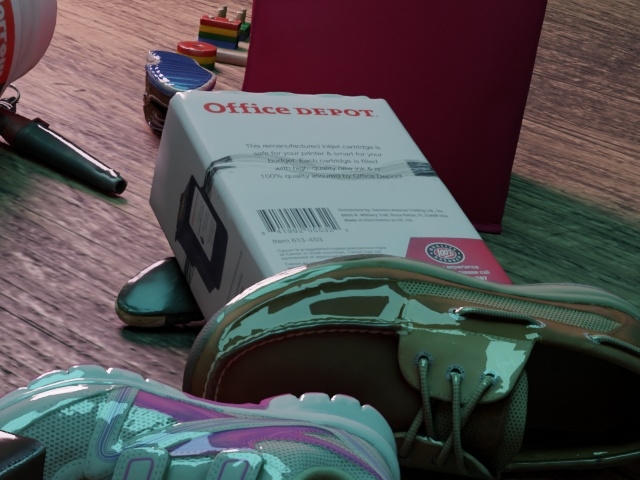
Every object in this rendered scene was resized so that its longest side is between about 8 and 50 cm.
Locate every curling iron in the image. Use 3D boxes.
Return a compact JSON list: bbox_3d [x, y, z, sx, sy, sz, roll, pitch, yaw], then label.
[{"bbox_3d":[-0.254,-0.099,1.499,0.068,0.035,0.274,-7,24,-38],"label":"curling iron"}]

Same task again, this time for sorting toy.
[{"bbox_3d":[-0.080,-0.247,1.996,0.132,0.046,0.274,11,18,6],"label":"sorting toy"}]

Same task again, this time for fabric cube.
[{"bbox_3d":[0.060,-0.181,1.537,0.254,0.258,0.259,7,19,-2],"label":"fabric cube"}]

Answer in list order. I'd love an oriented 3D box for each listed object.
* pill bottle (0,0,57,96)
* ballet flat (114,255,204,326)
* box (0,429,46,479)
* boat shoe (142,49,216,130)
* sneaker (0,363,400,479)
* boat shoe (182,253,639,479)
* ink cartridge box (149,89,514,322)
[{"bbox_3d":[-0.373,-0.169,1.359,0.210,0.210,0.363,14,23,15],"label":"pill bottle"},{"bbox_3d":[-0.076,0.036,1.197,0.173,0.049,0.057,-17,54,-42],"label":"ballet flat"},{"bbox_3d":[-0.233,0.142,0.594,0.203,0.168,0.167,15,19,21],"label":"box"},{"bbox_3d":[-0.140,-0.139,1.619,0.066,0.066,0.183,8,13,-9],"label":"boat shoe"},{"bbox_3d":[-0.063,0.128,0.818,0.252,0.103,0.111,1,18,-20],"label":"sneaker"},{"bbox_3d":[0.081,0.083,0.993,0.324,0.123,0.116,-2,24,-22],"label":"boat shoe"},{"bbox_3d":[0.000,0.000,1.140,0.172,0.100,0.237,0,36,-25],"label":"ink cartridge box"}]
